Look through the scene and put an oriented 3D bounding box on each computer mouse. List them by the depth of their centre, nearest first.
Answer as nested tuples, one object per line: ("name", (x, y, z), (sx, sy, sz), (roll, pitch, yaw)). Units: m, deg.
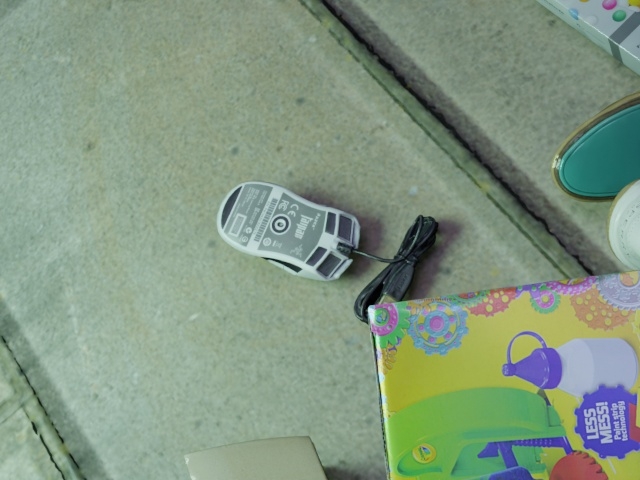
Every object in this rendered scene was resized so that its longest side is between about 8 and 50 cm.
("computer mouse", (0.000, 0.000, 1.084), (0.193, 0.042, 0.106), (21, 81, 22))

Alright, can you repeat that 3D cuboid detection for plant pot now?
("plant pot", (-0.034, 0.213, 0.966), (0.096, 0.109, 0.109), (-22, 60, -3))

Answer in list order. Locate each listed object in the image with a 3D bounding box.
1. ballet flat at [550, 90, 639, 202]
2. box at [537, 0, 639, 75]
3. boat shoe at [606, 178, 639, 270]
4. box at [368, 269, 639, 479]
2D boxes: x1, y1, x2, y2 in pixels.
("ballet flat", (0.292, -0.100, 1.001), (0.232, 0.073, 0.080), (-25, 104, 7))
("box", (0.278, -0.235, 1.081), (0.145, 0.038, 0.186), (-43, 58, -2))
("boat shoe", (0.344, 0.013, 0.861), (0.277, 0.096, 0.098), (3, 105, 0))
("box", (0.161, 0.178, 0.756), (0.177, 0.279, 0.290), (-9, 82, 18))
